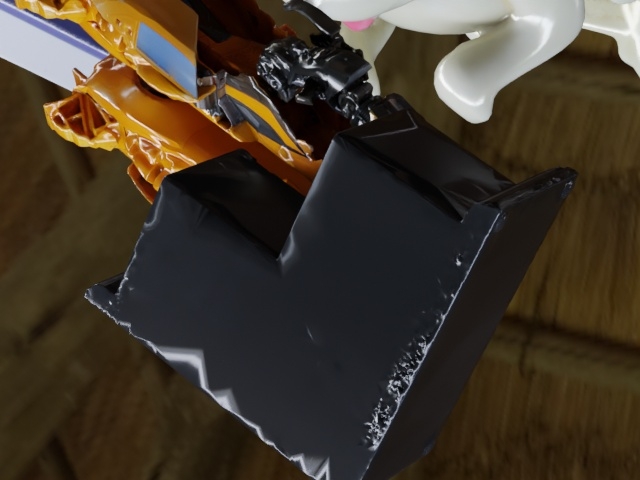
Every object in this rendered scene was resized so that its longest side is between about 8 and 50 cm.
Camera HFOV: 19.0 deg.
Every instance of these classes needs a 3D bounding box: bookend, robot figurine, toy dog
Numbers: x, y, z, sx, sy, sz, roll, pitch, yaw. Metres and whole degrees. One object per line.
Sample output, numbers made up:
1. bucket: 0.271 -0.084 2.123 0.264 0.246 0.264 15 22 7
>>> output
1. bookend: 0.000 0.000 0.815 0.157 0.072 0.156 36 -59 20
2. robot figurine: -0.034 -0.044 0.985 0.085 0.211 0.291 -38 -122 -22
3. toy dog: 0.116 -0.284 1.553 0.284 0.408 0.395 29 -64 39

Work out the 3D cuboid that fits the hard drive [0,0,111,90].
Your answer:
1. hard drive: -0.203 -0.240 1.319 0.040 0.210 0.319 -39 -133 27
